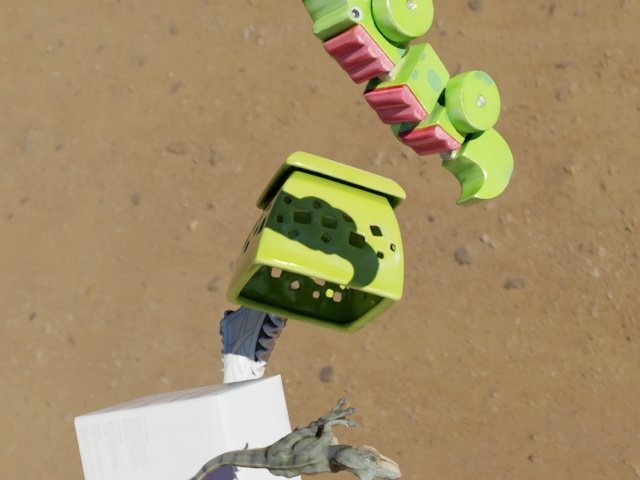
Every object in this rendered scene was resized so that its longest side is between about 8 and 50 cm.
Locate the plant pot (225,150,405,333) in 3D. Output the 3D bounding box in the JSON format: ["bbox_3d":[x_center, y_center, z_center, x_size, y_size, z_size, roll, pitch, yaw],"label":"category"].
[{"bbox_3d":[0.000,0.000,1.473,0.227,0.228,0.207,132,152,-63],"label":"plant pot"}]

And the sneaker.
[{"bbox_3d":[-0.147,0.201,1.815,0.118,0.110,0.292,23,93,-2],"label":"sneaker"}]

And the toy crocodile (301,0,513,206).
[{"bbox_3d":[0.085,-0.172,1.004,0.115,0.340,0.105,-7,46,48],"label":"toy crocodile"}]

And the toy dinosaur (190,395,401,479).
[{"bbox_3d":[-0.025,0.224,1.020,0.268,0.118,0.064,-15,97,32],"label":"toy dinosaur"}]

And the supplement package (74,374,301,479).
[{"bbox_3d":[-0.199,0.334,1.468,0.263,0.198,0.199,-13,87,24],"label":"supplement package"}]
